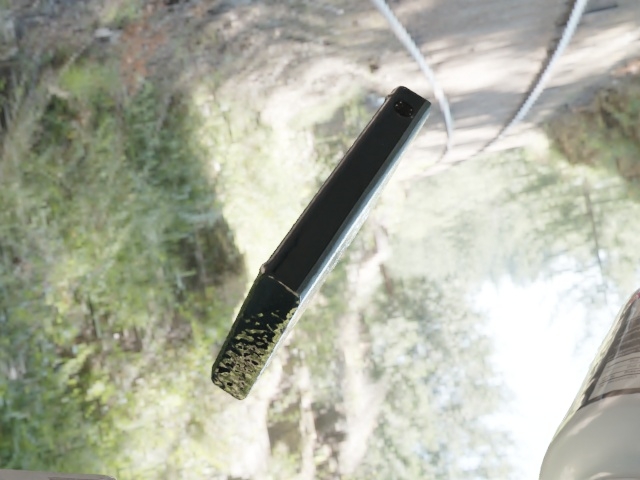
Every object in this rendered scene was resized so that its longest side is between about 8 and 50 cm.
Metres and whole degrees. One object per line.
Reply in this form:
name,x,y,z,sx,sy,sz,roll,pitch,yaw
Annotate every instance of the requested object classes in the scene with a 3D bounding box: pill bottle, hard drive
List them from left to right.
hard drive,0.000,0.000,0.470,0.135,0.022,0.094,-55,176,-39
pill bottle,0.259,0.158,0.738,0.176,0.176,0.318,-9,-161,33

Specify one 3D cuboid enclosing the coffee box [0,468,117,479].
coffee box,-0.186,0.161,0.374,0.247,0.141,0.098,14,-171,-38
